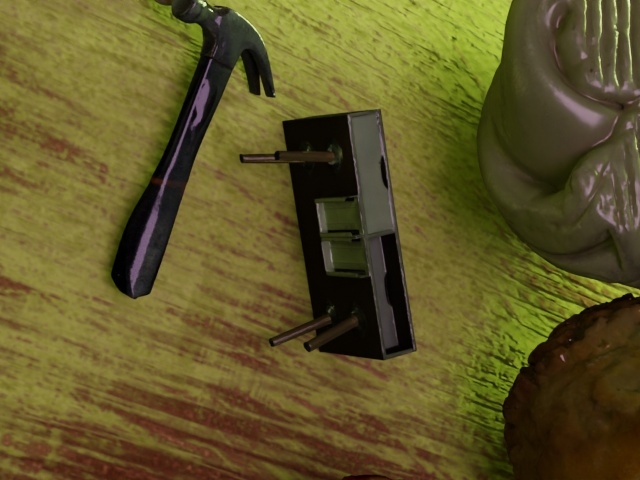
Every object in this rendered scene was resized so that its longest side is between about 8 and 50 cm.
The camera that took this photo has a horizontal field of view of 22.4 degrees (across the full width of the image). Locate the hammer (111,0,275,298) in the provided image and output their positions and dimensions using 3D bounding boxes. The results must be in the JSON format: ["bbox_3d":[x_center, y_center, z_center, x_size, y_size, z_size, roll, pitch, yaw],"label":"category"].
[{"bbox_3d":[-0.129,-0.081,1.542,0.137,0.037,0.290,25,82,-45],"label":"hammer"}]

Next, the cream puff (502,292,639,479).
[{"bbox_3d":[0.355,0.177,1.705,0.327,0.231,0.343,21,117,-32],"label":"cream puff"}]

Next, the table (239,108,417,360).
[{"bbox_3d":[0.000,0.000,1.583,0.111,0.121,0.240,-12,96,-32],"label":"table"}]

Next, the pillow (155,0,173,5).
[{"bbox_3d":[-0.133,-0.354,1.514,0.173,0.067,0.270,-25,107,-4],"label":"pillow"}]

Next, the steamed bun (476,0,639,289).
[{"bbox_3d":[0.335,-0.108,1.707,0.367,0.255,0.343,1,75,-17],"label":"steamed bun"}]

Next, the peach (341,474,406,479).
[{"bbox_3d":[0.084,0.385,1.544,0.281,0.281,0.338,-33,111,-27],"label":"peach"}]
